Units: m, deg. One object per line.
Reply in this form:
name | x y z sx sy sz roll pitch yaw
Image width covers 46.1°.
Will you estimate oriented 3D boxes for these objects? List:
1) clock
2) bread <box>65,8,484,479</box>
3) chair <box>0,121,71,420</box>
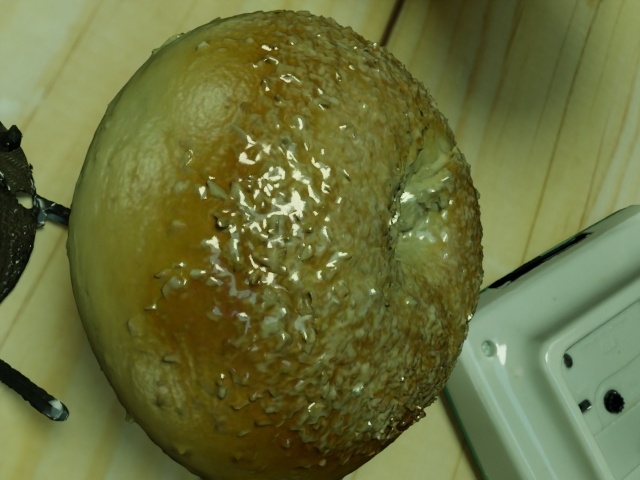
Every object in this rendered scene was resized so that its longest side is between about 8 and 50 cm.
clock | 0.244 0.116 0.622 0.262 0.116 0.231 -26 93 -26
bread | 0.000 0.000 0.458 0.306 0.159 0.305 13 73 -52
chair | -0.232 -0.007 0.444 0.213 0.149 0.174 21 73 24
